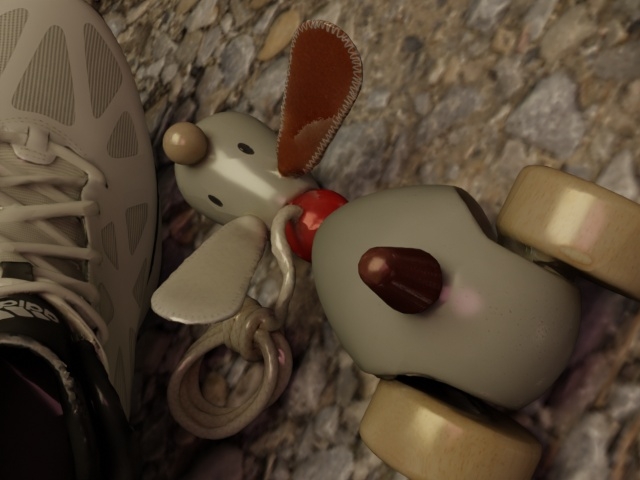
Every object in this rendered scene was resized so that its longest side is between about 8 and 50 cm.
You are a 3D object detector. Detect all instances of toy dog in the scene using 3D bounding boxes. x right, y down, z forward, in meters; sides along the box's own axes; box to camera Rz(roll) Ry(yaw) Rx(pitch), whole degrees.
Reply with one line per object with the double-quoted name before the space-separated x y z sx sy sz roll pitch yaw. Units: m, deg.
"toy dog" 0.000 0.000 0.482 0.334 0.161 0.220 3 72 41

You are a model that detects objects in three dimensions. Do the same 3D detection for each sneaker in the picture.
"sneaker" -0.147 0.022 0.531 0.257 0.169 0.447 146 126 -63
